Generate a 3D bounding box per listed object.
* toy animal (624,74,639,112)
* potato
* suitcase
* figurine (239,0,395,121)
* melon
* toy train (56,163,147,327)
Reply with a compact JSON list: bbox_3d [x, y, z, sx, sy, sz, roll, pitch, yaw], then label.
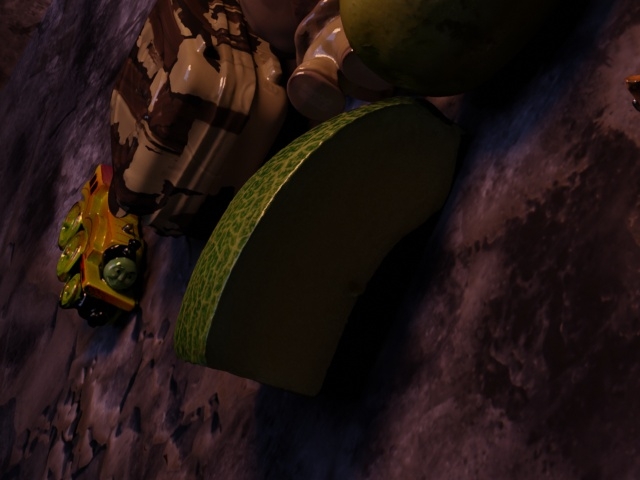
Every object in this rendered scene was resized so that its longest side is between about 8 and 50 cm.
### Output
[{"bbox_3d":[0.319,-0.071,1.113,0.255,0.114,0.116,-126,21,-66],"label":"toy animal"},{"bbox_3d":[0.151,-0.285,1.473,0.304,0.216,0.216,-43,31,18],"label":"potato"},{"bbox_3d":[-0.181,-0.163,2.016,0.339,0.194,0.351,-59,24,26],"label":"suitcase"},{"bbox_3d":[0.011,-0.280,1.734,0.248,0.203,0.380,-54,26,30],"label":"figurine"},{"bbox_3d":[0.000,0.000,1.550,0.331,0.226,0.343,41,-110,-72],"label":"melon"},{"bbox_3d":[-0.332,0.011,2.242,0.160,0.100,0.296,-52,28,21],"label":"toy train"}]
